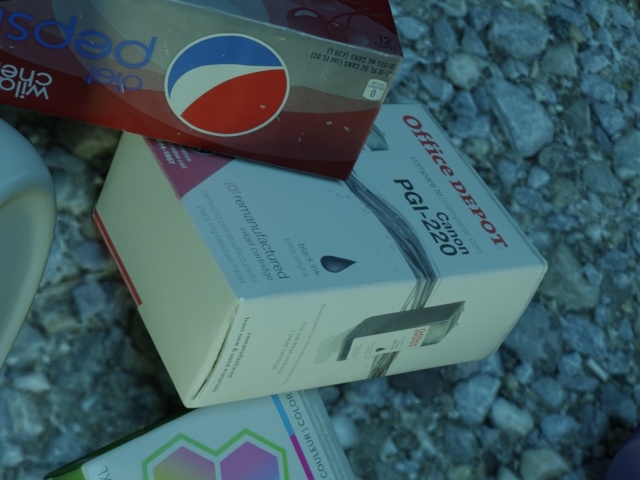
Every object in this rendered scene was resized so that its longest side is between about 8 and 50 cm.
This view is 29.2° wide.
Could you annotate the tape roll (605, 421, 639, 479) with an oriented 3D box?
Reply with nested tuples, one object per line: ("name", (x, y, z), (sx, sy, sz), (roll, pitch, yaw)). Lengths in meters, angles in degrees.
("tape roll", (0.297, 0.180, 0.835), (0.080, 0.189, 0.189), (-43, 99, -34))

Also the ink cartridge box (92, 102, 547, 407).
("ink cartridge box", (0.000, 0.000, 0.726), (0.218, 0.092, 0.158), (-4, 47, -35))

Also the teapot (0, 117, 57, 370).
("teapot", (-0.245, 0.019, 0.532), (0.187, 0.256, 0.252), (28, 77, 3))

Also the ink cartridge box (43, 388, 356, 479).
("ink cartridge box", (-0.080, 0.156, 0.677), (0.209, 0.062, 0.109), (-22, 87, -35))

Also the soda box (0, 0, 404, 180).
("soda box", (-0.095, -0.115, 0.657), (0.263, 0.092, 0.083), (12, 39, -17))
